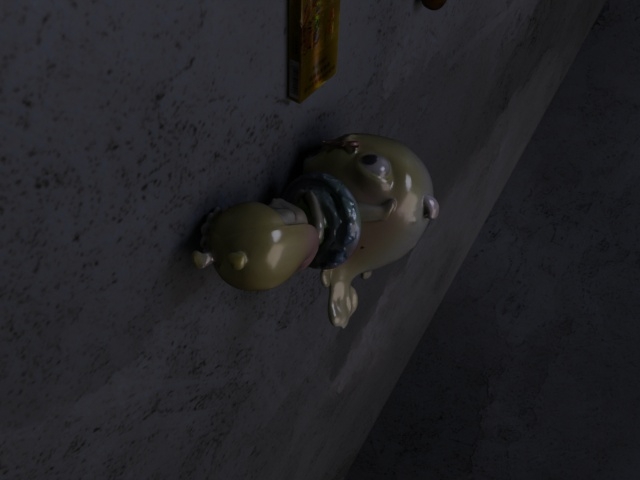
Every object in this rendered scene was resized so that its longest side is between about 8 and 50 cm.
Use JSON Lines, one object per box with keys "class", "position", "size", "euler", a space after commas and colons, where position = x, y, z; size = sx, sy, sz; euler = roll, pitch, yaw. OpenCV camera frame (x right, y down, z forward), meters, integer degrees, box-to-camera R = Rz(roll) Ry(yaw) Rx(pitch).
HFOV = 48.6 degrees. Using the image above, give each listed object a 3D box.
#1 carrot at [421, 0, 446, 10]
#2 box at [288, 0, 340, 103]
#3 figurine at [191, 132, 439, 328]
{"class": "carrot", "position": [0.187, -0.442, 1.074], "size": [0.047, 0.047, 0.191], "euler": [-45, 153, -39]}
{"class": "box", "position": [-0.007, -0.255, 0.880], "size": [0.089, 0.022, 0.156], "euler": [-47, 156, -36]}
{"class": "figurine", "position": [0.000, 0.000, 0.970], "size": [0.394, 0.226, 0.275], "euler": [-19, 108, -49]}
